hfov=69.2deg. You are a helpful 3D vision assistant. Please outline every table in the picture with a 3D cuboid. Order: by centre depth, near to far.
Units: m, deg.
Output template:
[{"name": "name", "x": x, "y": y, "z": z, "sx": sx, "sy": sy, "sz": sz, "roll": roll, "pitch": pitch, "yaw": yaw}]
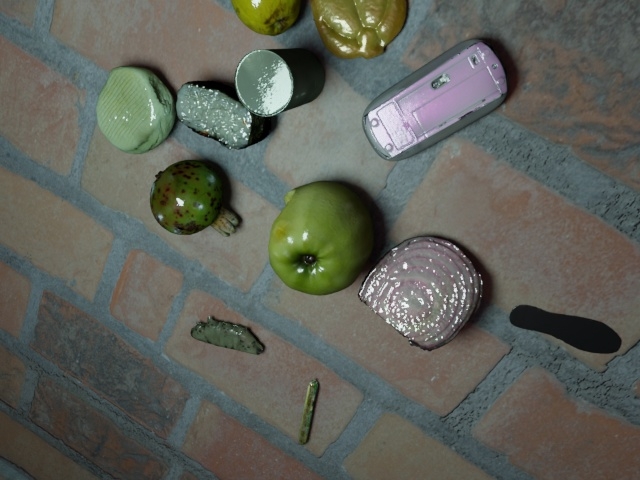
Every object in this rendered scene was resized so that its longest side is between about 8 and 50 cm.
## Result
[{"name": "table", "x": -0.079, "y": -0.343, "z": 0.990, "sx": 0.126, "sy": 0.220, "sz": 0.127, "roll": 6, "pitch": 114, "yaw": 14}]

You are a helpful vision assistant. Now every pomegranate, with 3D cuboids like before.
[{"name": "pomegranate", "x": -0.316, "y": -0.094, "z": 1.189, "sx": 0.247, "sy": 0.202, "sz": 0.202, "roll": 37, "pitch": 120, "yaw": -28}]

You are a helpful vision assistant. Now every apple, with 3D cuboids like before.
[{"name": "apple", "x": 0.000, "y": 0.000, "z": 1.090, "sx": 0.279, "sy": 0.279, "sz": 0.279, "roll": 6, "pitch": 112, "yaw": 16}]

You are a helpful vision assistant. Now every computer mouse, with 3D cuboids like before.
[{"name": "computer mouse", "x": 0.238, "y": -0.290, "z": 0.989, "sx": 0.310, "sy": 0.072, "sz": 0.158, "roll": -28, "pitch": 98, "yaw": 25}]

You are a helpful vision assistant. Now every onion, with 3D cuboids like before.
[{"name": "onion", "x": 0.252, "y": 0.115, "z": 1.131, "sx": 0.250, "sy": 0.111, "sz": 0.247, "roll": 40, "pitch": 95, "yaw": 12}]

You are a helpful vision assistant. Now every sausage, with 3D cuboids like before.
[{"name": "sausage", "x": -0.040, "y": 0.530, "z": 1.420, "sx": 0.032, "sy": 0.033, "sz": 0.269, "roll": 15, "pitch": 114, "yaw": 12}]

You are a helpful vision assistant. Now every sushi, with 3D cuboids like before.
[{"name": "sushi", "x": -0.225, "y": -0.304, "z": 1.105, "sx": 0.225, "sy": 0.127, "sz": 0.124, "roll": 25, "pitch": 117, "yaw": 16}]

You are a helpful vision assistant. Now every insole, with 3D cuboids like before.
[{"name": "insole", "x": 0.583, "y": 0.209, "z": 1.107, "sx": 0.253, "sy": 0.005, "sz": 0.086, "roll": 17, "pitch": 114, "yaw": 11}]

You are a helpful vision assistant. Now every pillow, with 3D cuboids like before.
[{"name": "pillow", "x": -0.284, "y": 0.280, "z": 1.392, "sx": 0.241, "sy": 0.051, "sz": 0.093, "roll": 12, "pitch": 119, "yaw": 15}]

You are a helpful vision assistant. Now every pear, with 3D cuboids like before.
[{"name": "pear", "x": -0.116, "y": -0.520, "z": 0.976, "sx": 0.148, "sy": 0.149, "sz": 0.162, "roll": -22, "pitch": 98, "yaw": 24}]

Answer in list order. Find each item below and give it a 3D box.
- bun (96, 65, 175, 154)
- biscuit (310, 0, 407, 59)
[{"name": "bun", "x": -0.462, "y": -0.332, "z": 1.185, "sx": 0.221, "sy": 0.108, "sz": 0.221, "roll": 7, "pitch": 107, "yaw": 23}, {"name": "biscuit", "x": 0.068, "y": -0.513, "z": 0.975, "sx": 0.202, "sy": 0.041, "sz": 0.260, "roll": -16, "pitch": 106, "yaw": 23}]
